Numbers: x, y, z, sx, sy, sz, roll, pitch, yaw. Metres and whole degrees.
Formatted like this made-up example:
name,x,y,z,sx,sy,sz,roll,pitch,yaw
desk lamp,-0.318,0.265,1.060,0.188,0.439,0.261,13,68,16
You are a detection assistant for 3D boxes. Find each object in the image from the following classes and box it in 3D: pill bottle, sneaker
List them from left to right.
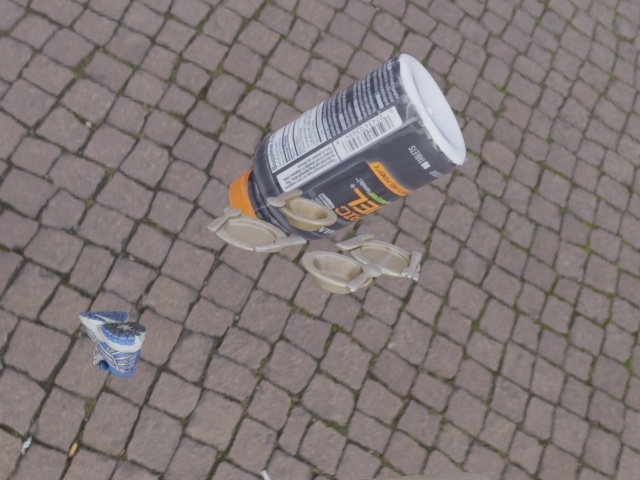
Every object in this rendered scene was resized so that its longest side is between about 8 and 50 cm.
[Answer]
name,x,y,z,sx,sy,sz,roll,pitch,yaw
sneaker,-0.224,0.109,0.739,0.052,0.135,0.058,3,96,-29
pill bottle,0.019,-0.083,0.752,0.130,0.246,0.130,42,32,-35

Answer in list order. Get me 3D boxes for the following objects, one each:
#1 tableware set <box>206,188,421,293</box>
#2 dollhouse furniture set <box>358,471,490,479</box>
name,x,y,z,sx,sy,sz,roll,pitch,yaw
tableware set,0.000,0.000,0.581,0.169,0.020,0.141,26,25,21
dollhouse furniture set,0.088,0.389,0.399,0.394,0.257,0.362,-24,94,-51
